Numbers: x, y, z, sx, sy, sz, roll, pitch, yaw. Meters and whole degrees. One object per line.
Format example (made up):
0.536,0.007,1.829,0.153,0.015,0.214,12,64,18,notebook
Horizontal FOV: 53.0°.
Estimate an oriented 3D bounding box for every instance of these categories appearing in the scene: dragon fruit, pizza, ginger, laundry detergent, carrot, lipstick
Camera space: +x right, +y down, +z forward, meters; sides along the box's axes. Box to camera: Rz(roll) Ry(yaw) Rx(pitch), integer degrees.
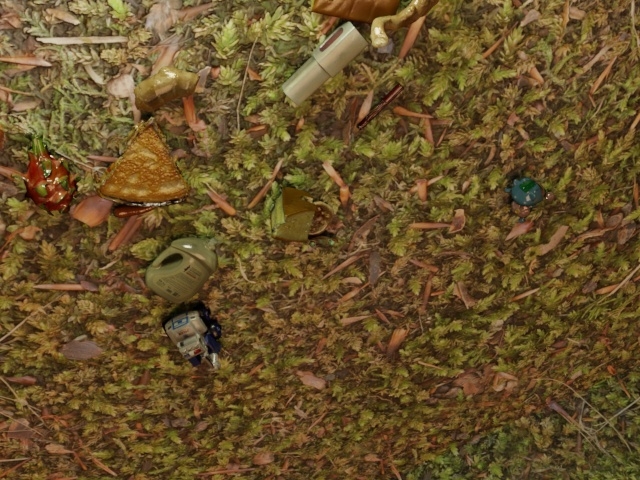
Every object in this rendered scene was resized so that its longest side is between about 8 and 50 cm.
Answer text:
-0.725,-0.172,1.681,0.135,0.137,0.236,5,135,26,dragon fruit
-0.512,-0.200,1.767,0.251,0.074,0.288,-17,130,-5,pizza
0.227,-0.587,1.643,0.288,0.075,0.089,-40,175,-22,ginger
-0.418,0.077,2.010,0.253,0.091,0.181,-41,123,16,laundry detergent
-0.543,-0.090,1.875,0.142,0.035,0.035,-11,131,-19,carrot
0.173,-0.388,1.872,0.027,0.027,0.176,32,114,-35,lipstick
-0.399,-0.392,1.653,0.190,0.069,0.095,-26,153,2,ginger
0.009,-0.472,1.716,0.253,0.079,0.077,-41,130,17,lipstick

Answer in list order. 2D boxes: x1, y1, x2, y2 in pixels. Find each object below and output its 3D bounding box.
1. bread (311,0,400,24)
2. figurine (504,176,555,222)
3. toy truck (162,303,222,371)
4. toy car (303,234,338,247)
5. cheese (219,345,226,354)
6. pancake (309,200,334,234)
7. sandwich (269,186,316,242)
0.089,-0.611,1.649,0.226,0.049,0.088,5,126,-21,bread
0.716,-0.148,2.201,0.144,0.114,0.178,-19,143,-12,figurine
-0.424,0.339,2.163,0.161,0.177,0.213,-25,132,4,toy truck
0.000,0.000,2.108,0.121,0.059,0.035,-6,99,-16,toy car
-0.372,0.399,2.319,0.084,0.041,0.060,-34,124,25,cheese
-0.021,-0.070,2.066,0.139,0.022,0.140,-9,131,-11,pancake
-0.083,-0.065,1.905,0.128,0.236,0.122,15,112,-10,sandwich
